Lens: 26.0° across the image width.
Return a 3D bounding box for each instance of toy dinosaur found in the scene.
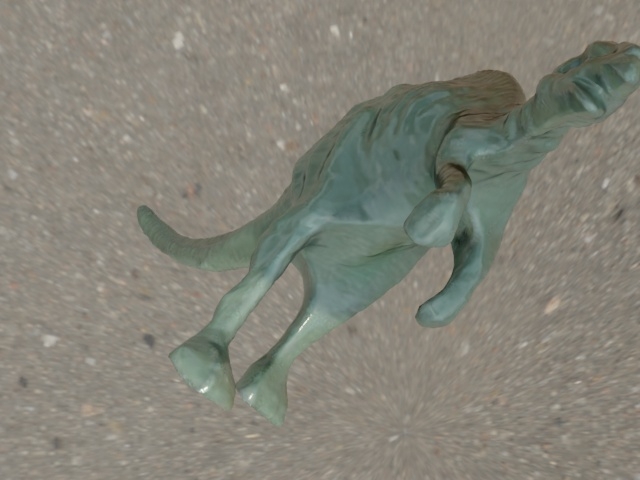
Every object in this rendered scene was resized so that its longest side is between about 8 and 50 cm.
[{"bbox_3d":[0.000,0.000,0.676,0.092,0.393,0.205,40,75,-17],"label":"toy dinosaur"}]
